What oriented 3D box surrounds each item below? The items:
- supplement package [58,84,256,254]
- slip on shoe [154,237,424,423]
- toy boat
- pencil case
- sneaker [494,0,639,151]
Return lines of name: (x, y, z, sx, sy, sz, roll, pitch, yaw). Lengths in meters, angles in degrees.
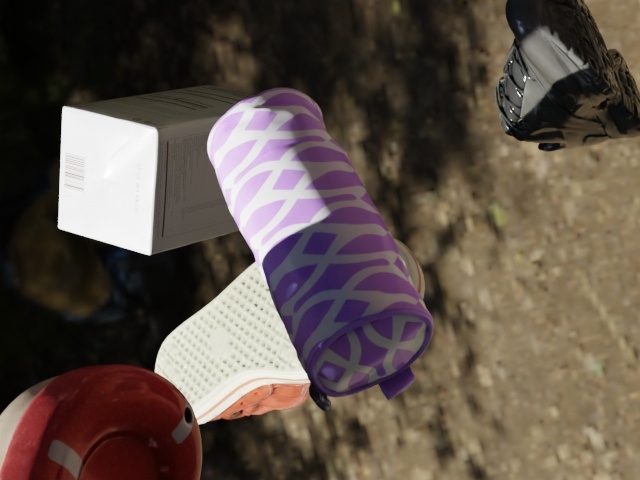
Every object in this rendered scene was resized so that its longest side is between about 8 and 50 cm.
supplement package: (-0.150, -0.082, 1.712, 0.134, 0.244, 0.139, 15, 108, 33)
slip on shoe: (-0.018, 0.078, 1.326, 0.331, 0.101, 0.123, -33, 58, 47)
toy boat: (-0.101, 0.172, 0.831, 0.151, 0.151, 0.231, 63, -153, -43)
pencil case: (0.000, 0.000, 0.968, 0.088, 0.086, 0.206, 38, -157, -53)
sneaker: (0.219, -0.147, 1.492, 0.286, 0.130, 0.109, 39, -145, -57)
